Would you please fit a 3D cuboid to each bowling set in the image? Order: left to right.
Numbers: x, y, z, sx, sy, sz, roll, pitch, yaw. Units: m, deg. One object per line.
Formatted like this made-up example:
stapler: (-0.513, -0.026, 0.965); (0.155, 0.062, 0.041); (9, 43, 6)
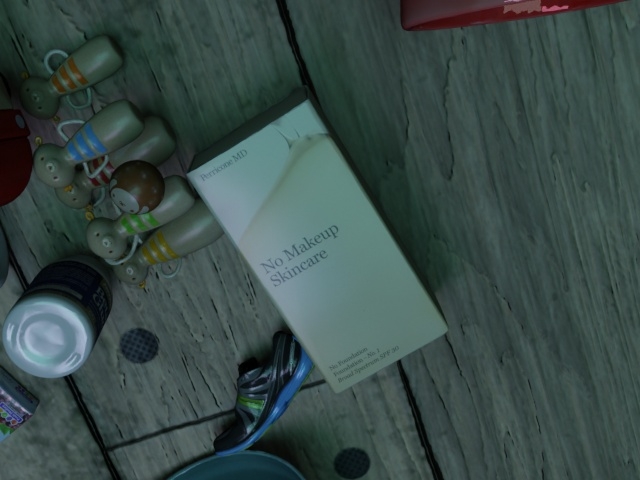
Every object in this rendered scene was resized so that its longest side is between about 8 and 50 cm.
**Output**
bowling set: (-0.233, -0.066, 0.911); (0.154, 0.200, 0.287); (-30, 103, 8)

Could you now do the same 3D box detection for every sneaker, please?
sneaker: (-0.077, 0.190, 1.071); (0.078, 0.067, 0.188); (37, 105, 9)

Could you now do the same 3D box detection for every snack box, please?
snack box: (-0.436, 0.191, 1.060); (0.100, 0.037, 0.141); (-39, 105, 11)

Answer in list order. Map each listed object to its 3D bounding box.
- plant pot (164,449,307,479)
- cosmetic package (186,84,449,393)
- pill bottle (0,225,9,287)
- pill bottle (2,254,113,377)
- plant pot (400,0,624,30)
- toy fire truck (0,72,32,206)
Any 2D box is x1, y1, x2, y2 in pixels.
plant pot: (-0.096, 0.434, 1.043); (0.293, 0.293, 0.196); (-26, 124, 5)
cosmetic package: (0.000, 0.000, 0.982); (0.160, 0.113, 0.309); (-32, 107, 7)
pill bottle: (-0.473, 0.028, 0.964); (0.214, 0.117, 0.117); (-15, 108, 2)
pill bottle: (-0.285, 0.075, 0.961); (0.094, 0.169, 0.094); (-1, 109, -3)
plant pot: (0.196, -0.341, 0.817); (0.274, 0.275, 0.243); (-9, 100, 0)
toy fire truck: (-0.388, -0.027, 0.842); (0.217, 0.158, 0.246); (-20, 97, 13)
